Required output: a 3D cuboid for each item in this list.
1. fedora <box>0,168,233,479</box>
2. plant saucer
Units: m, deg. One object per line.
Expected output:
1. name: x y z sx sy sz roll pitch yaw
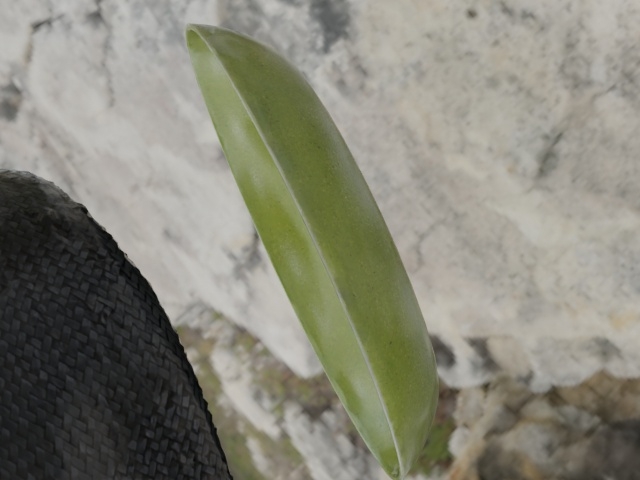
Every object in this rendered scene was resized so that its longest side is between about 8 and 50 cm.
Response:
1. fedora: -0.129 0.086 0.495 0.334 0.152 0.334 51 156 33
2. plant saucer: 0.000 0.000 0.597 0.241 0.037 0.241 63 172 15
